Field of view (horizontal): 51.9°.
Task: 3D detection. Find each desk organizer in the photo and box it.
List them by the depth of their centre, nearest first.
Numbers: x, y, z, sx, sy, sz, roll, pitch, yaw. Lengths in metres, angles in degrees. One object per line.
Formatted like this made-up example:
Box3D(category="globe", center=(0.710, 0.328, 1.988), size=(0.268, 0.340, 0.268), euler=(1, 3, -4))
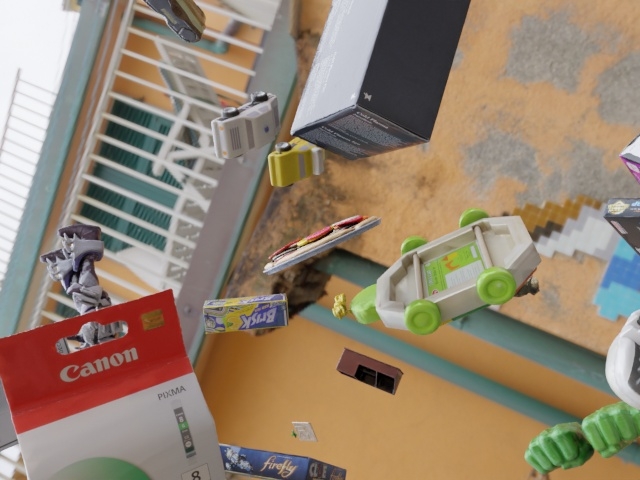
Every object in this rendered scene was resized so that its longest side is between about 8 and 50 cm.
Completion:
Box3D(category="desk organizer", center=(0.102, 0.272, 1.367), size=(0.050, 0.130, 0.047), euler=(-65, -26, -16))

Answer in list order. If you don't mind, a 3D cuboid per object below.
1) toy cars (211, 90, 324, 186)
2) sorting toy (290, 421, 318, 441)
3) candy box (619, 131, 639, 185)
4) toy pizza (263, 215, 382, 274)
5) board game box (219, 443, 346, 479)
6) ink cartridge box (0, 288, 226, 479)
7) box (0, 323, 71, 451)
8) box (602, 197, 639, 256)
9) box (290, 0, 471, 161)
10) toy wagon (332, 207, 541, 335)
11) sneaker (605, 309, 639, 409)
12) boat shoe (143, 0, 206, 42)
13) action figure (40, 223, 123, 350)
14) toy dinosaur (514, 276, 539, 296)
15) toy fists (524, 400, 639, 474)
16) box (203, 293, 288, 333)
Box3D(category="toy cars", center=(-0.082, -0.211, 1.433), size=(0.394, 0.087, 0.176), euler=(23, -95, -59))
Box3D(category="sorting toy", center=(-0.048, 0.478, 1.650), size=(0.012, 0.083, 0.062), euler=(-44, -63, -48))
Box3D(category="candy box", center=(0.488, -0.043, 0.769), size=(0.071, 0.159, 0.233), euler=(-48, 32, 4))
Box3D(category="toy pizza", center=(0.000, 0.000, 1.015), size=(0.201, 0.032, 0.201), euler=(-25, 0, 0))
Box3D(category="board game box", center=(-0.098, 0.384, 1.122), size=(0.165, 0.244, 0.042), euler=(47, -131, -56))
Box3D(category="ink cartridge box", center=(-0.200, 0.181, 0.649), size=(0.181, 0.056, 0.224), euler=(-16, -72, -26))
Box3D(category="box", center=(-0.550, 0.260, 1.069), size=(0.290, 0.087, 0.169), euler=(-22, -84, -38))
Box3D(category="box", center=(0.725, -0.013, 1.367), size=(0.220, 0.175, 0.051), euler=(36, -107, -31))
Box3D(category="box", center=(0.119, -0.368, 1.375), size=(0.313, 0.179, 0.343), euler=(-1, 70, 66))
Box3D(category="toy wagon", center=(0.184, 0.064, 1.093), size=(0.345, 0.068, 0.267), euler=(-26, 18, 16))
Box3D(category="sneaker", center=(0.369, 0.132, 0.715), size=(0.292, 0.110, 0.118), euler=(-12, -39, -51))
Box3D(category="boat shoe", center=(-0.268, -0.439, 1.158), size=(0.190, 0.068, 0.072), euler=(50, -130, -52))
Box3D(category="action figure", center=(-0.414, 0.111, 1.168), size=(0.099, 0.285, 0.185), euler=(-4, -40, -36))
Box3D(category="toy dinosaur", center=(0.493, 0.103, 1.731), size=(0.268, 0.064, 0.118), euler=(-8, -79, -27))
Box3D(category="toy fists", center=(0.562, 0.414, 1.378), size=(0.279, 0.096, 0.142), euler=(-33, -28, 32))
Box3D(category="box", center=(-0.151, 0.149, 1.341), size=(0.054, 0.169, 0.059), euler=(-114, 19, -78))
